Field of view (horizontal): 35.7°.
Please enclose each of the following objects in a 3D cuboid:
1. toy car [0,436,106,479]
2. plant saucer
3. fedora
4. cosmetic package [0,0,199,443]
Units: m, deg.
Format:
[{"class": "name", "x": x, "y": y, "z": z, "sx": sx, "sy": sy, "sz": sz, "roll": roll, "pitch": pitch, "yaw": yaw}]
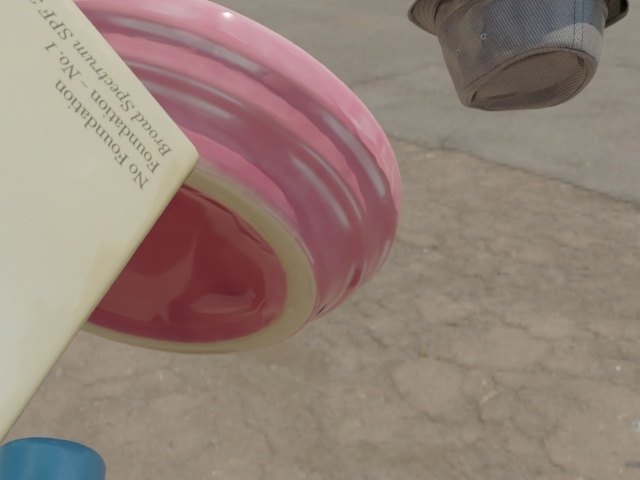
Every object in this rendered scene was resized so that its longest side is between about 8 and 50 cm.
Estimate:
[{"class": "toy car", "x": -0.265, "y": 0.243, "z": 0.596, "sx": 0.237, "sy": 0.210, "sz": 0.219, "roll": 8, "pitch": 56, "yaw": -13}, {"class": "plant saucer", "x": -0.116, "y": -0.020, "z": 0.649, "sx": 0.331, "sy": 0.332, "sz": 0.084, "roll": 3, "pitch": 55, "yaw": 13}, {"class": "fedora", "x": 0.233, "y": -0.229, "z": 1.178, "sx": 0.243, "sy": 0.124, "sz": 0.275, "roll": 10, "pitch": -14, "yaw": -32}, {"class": "cosmetic package", "x": -0.183, "y": 0.029, "z": 0.295, "sx": 0.113, "sy": 0.160, "sz": 0.309, "roll": -18, "pitch": 33, "yaw": 40}]
